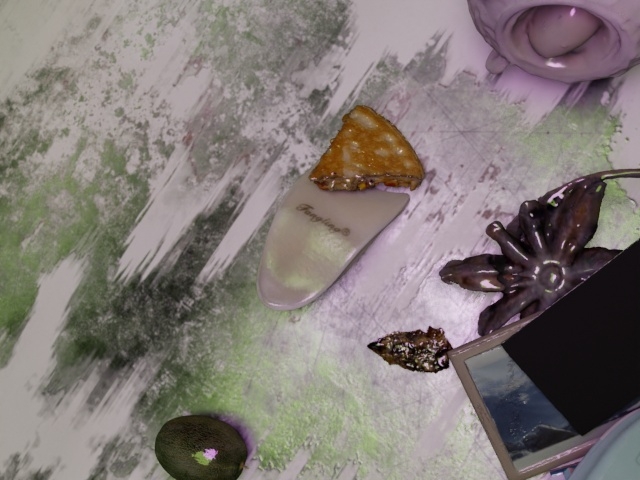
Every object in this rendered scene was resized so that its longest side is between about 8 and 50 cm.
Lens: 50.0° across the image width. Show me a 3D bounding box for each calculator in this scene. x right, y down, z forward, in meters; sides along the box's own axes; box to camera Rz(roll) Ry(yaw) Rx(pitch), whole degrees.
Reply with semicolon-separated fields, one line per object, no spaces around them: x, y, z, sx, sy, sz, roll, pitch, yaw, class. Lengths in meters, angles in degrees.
0.427;0.366;0.962;0.184;0.042;0.295;45;78;-15;calculator

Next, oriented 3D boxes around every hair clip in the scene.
-0.001;-0.008;1.136;0.172;0.113;0.282;33;90;16;hair clip

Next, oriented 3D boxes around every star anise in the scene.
0.361;0.046;1.036;0.359;0.139;0.316;3;102;10;star anise

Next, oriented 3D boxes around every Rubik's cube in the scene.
0.380;0.370;1.008;0.075;0.073;0.084;-37;73;6;Rubik's cube

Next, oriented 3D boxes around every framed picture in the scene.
0.384;0.197;0.996;0.334;0.022;0.247;-25;105;8;framed picture

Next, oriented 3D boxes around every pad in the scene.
0.429;0.122;0.960;0.299;0.005;0.202;-41;102;11;pad

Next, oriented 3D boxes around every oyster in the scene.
0.148;0.183;1.115;0.132;0.029;0.086;-20;78;9;oyster

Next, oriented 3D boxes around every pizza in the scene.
0.059;-0.129;1.141;0.198;0.062;0.188;-25;66;-24;pizza

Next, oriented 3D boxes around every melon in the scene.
-0.193;0.349;1.132;0.167;0.114;0.114;14;86;18;melon

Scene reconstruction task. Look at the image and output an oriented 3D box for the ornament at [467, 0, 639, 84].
0.378;-0.405;0.988;0.336;0.337;0.337;-2;82;14;ornament
